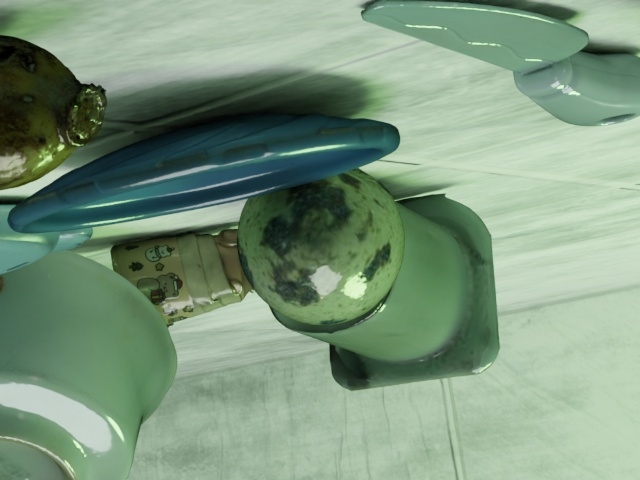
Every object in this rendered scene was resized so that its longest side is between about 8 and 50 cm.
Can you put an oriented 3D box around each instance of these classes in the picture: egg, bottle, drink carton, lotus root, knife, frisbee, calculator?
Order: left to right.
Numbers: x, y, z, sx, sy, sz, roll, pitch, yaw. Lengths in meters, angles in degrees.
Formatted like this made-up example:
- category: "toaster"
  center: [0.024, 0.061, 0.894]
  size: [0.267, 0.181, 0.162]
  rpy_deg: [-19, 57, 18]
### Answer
- category: "calculator"
  center: [-0.331, 0.003, 1.420]
  size: [0.303, 0.042, 0.188]
  rpy_deg: [1, 167, -35]
- category: "lotus root"
  center: [-0.202, -0.065, 0.900]
  size: [0.179, 0.089, 0.080]
  rpy_deg: [-3, 143, 9]
- category: "bottle"
  center: [-0.133, 0.037, 1.711]
  size: [0.152, 0.098, 0.099]
  rpy_deg: [-11, 173, -8]
- category: "frisbee"
  center: [-0.085, -0.058, 1.210]
  size: [0.290, 0.049, 0.289]
  rpy_deg: [-12, 177, -1]
- category: "egg"
  center: [0.000, 0.000, 1.395]
  size: [0.141, 0.141, 0.182]
  rpy_deg: [-9, 178, 4]
- category: "drink carton"
  center: [0.044, 0.033, 1.608]
  size: [0.186, 0.191, 0.190]
  rpy_deg: [-10, 163, 31]
- category: "knife"
  center: [0.139, -0.121, 1.084]
  size: [0.080, 0.044, 0.331]
  rpy_deg: [-13, 168, 30]

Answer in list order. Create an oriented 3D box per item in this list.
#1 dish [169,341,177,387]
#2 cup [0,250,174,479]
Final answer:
- category: "dish"
  center: [-0.306, 0.109, 1.876]
  size: [0.273, 0.133, 0.273]
  rpy_deg: [-7, -147, 5]
- category: "cup"
  center: [-0.314, 0.174, 1.615]
  size: [0.347, 0.163, 0.347]
  rpy_deg: [-3, 137, -3]
